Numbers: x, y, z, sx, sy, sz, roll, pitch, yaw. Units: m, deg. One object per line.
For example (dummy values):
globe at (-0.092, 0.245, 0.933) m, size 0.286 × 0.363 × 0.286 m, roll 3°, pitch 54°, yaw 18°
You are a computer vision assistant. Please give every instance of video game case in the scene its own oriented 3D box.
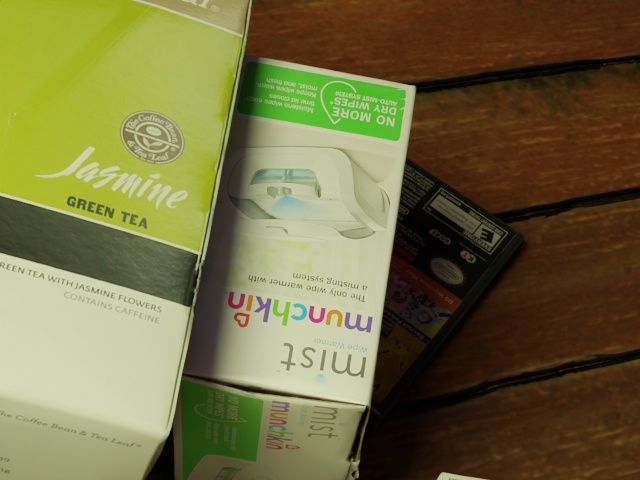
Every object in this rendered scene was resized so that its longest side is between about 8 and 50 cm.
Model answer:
video game case at (0.000, 0.000, 1.193) m, size 0.275 × 0.035 × 0.248 m, roll 34°, pitch 51°, yaw 11°

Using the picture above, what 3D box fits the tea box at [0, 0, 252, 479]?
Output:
tea box at (-0.239, -0.016, 0.830) m, size 0.329 × 0.220 × 0.324 m, roll 16°, pitch 53°, yaw -10°

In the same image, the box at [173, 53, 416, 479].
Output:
box at (-0.020, 0.047, 0.968) m, size 0.126 × 0.262 × 0.231 m, roll 11°, pitch 64°, yaw 0°

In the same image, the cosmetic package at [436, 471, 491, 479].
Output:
cosmetic package at (0.068, 0.248, 0.875) m, size 0.060 × 0.239 × 0.099 m, roll 11°, pitch 50°, yaw -8°
